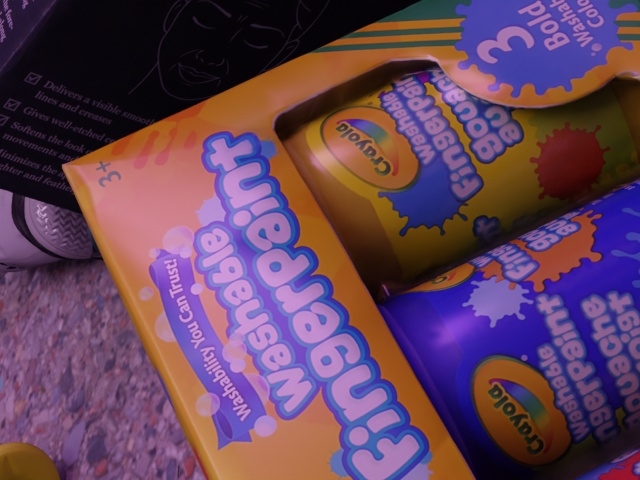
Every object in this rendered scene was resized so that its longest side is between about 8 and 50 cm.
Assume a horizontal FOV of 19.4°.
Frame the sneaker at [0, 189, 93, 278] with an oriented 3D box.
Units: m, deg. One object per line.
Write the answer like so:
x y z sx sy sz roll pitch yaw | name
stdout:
-0.299 -0.129 1.870 0.210 0.137 0.365 -25 60 40 | sneaker

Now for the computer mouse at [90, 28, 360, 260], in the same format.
-0.043 -0.059 1.487 0.272 0.188 0.072 -40 85 21 | computer mouse

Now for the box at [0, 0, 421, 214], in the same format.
-0.117 -0.218 1.560 0.395 0.293 0.212 -45 45 29 | box

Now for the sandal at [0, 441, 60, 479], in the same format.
-0.352 0.327 1.767 0.138 0.126 0.317 19 82 56 | sandal

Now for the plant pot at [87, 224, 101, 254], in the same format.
0.007 0.058 1.328 0.272 0.272 0.255 -36 70 36 | plant pot

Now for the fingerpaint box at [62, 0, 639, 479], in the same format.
0.115 0.076 1.042 0.371 0.163 0.444 -25 58 -6 | fingerpaint box
